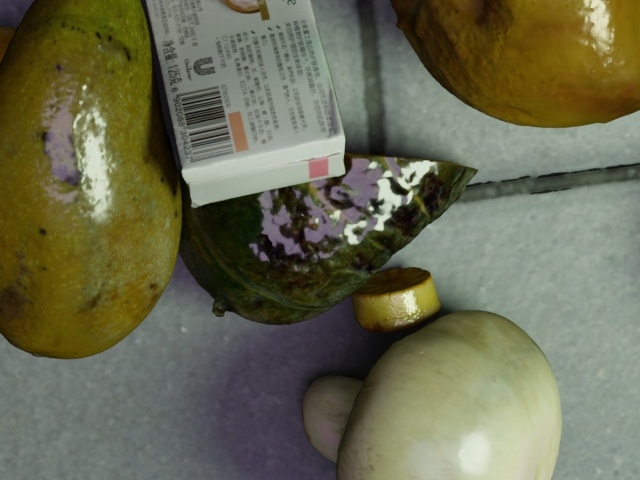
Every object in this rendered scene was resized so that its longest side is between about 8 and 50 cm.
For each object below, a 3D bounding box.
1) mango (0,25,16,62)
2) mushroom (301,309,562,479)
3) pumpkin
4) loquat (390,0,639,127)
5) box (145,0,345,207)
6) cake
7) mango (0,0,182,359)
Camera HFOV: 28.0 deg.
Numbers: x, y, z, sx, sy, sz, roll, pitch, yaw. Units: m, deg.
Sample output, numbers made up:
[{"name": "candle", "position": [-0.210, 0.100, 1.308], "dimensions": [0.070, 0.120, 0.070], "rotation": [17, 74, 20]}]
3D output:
[{"name": "mango", "position": [-0.295, -0.108, 1.099], "dimensions": [0.101, 0.066, 0.187], "rotation": [21, 105, -42]}, {"name": "mushroom", "position": [0.093, 0.175, 1.185], "dimensions": [0.254, 0.234, 0.260], "rotation": [-57, 148, -26]}, {"name": "pumpkin", "position": [0.009, -0.001, 1.135], "dimensions": [0.279, 0.111, 0.163], "rotation": [4, 90, -9]}, {"name": "loquat", "position": [0.195, -0.232, 1.039], "dimensions": [0.284, 0.276, 0.276], "rotation": [-30, 110, -17]}, {"name": "box", "position": [-0.064, -0.140, 1.066], "dimensions": [0.135, 0.081, 0.199], "rotation": [-12, 71, -4]}, {"name": "cake", "position": [0.069, 0.056, 1.198], "dimensions": [0.084, 0.084, 0.044], "rotation": [-14, 107, -3]}, {"name": "mango", "position": [-0.199, -0.052, 1.061], "dimensions": [0.176, 0.176, 0.329], "rotation": [7, 125, -5]}]
